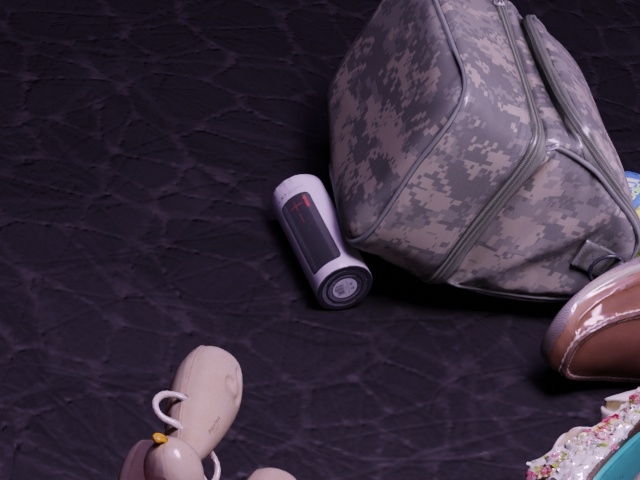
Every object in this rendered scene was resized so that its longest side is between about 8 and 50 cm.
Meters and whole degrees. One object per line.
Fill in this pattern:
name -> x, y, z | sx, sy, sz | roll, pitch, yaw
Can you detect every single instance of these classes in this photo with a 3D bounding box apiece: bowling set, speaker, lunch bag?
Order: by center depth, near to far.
bowling set -> -0.103, 0.238, 1.401 | 0.200, 0.287, 0.154 | -22, 22, 21
speaker -> 0.000, 0.000, 1.802 | 0.055, 0.055, 0.136 | -3, 41, -23
lunch bag -> 0.162, -0.091, 1.849 | 0.256, 0.212, 0.305 | 26, 27, -23

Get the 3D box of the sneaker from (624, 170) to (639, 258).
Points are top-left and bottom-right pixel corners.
sneaker -> 0.363, -0.029, 1.937 | 0.240, 0.091, 0.126 | -3, 41, -22

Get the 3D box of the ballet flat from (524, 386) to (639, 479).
ballet flat -> 0.256, 0.167, 1.664 | 0.077, 0.091, 0.241 | 15, 27, 38

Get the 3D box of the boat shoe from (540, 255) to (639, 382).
boat shoe -> 0.352, 0.082, 1.772 | 0.324, 0.123, 0.116 | -9, 46, -26
